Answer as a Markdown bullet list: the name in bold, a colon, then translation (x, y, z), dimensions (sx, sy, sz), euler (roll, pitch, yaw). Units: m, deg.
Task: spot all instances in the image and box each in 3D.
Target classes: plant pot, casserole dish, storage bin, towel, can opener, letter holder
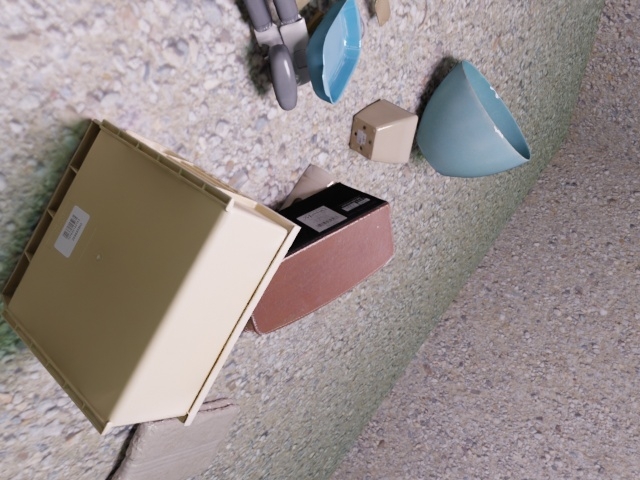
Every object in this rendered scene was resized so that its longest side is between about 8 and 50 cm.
- **plant pot**: translation (0.361, -0.272, 1.186), dimensions (0.195, 0.290, 0.290), euler (-34, 166, 34)
- **casserole dish**: translation (0.022, -0.296, 0.732), dimensions (0.114, 0.037, 0.188), euler (74, 31, -50)
- **storage bin**: translation (-0.210, 0.029, 0.544), dimensions (0.262, 0.260, 0.123), euler (-61, 152, 3)
- **towel**: translation (-0.302, 0.434, 0.997), dimensions (0.282, 0.049, 0.187), euler (19, 99, -60)
- **can opener**: translation (-0.062, -0.307, 0.632), dimensions (0.074, 0.093, 0.280), euler (-16, 144, 5)
- **letter holder**: translation (-0.022, 0.061, 0.863), dimensions (0.301, 0.152, 0.215), euler (-28, 123, -24)
- **plant pot**: translation (0.125, -0.224, 0.997), dimensions (0.096, 0.109, 0.109), euler (-20, 134, -32)

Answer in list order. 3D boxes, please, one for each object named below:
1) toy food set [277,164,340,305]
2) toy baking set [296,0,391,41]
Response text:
- **toy food set**: translation (0.000, 0.000, 1.040), dimensions (0.220, 0.092, 0.306), euler (-56, 142, -5)
- **toy baking set**: translation (0.028, -0.397, 0.760), dimensions (0.256, 0.030, 0.197), euler (-32, 148, -29)
